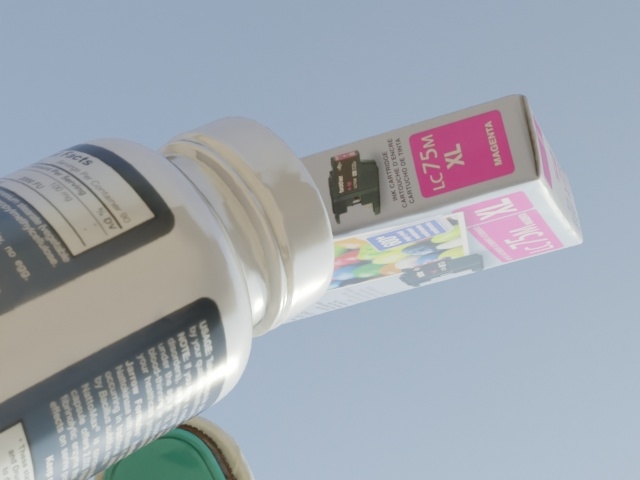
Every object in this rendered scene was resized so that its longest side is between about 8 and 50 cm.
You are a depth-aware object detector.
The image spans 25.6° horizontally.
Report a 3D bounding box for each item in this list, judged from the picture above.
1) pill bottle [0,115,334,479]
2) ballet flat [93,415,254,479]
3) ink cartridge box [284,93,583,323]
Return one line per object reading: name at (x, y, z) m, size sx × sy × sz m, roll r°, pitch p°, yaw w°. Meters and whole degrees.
pill bottle at (-0.087, 0.025, 0.493) m, size 0.108 × 0.180 × 0.108 m, roll 33°, pitch -43°, yaw 37°
ballet flat at (-0.040, 0.301, 0.900) m, size 0.139 × 0.139 × 0.400 m, roll -22°, pitch -99°, yaw 24°
ink cartridge box at (0.000, 0.000, 0.894) m, size 0.311 × 0.186 × 0.065 m, roll -13°, pitch -106°, yaw 15°
